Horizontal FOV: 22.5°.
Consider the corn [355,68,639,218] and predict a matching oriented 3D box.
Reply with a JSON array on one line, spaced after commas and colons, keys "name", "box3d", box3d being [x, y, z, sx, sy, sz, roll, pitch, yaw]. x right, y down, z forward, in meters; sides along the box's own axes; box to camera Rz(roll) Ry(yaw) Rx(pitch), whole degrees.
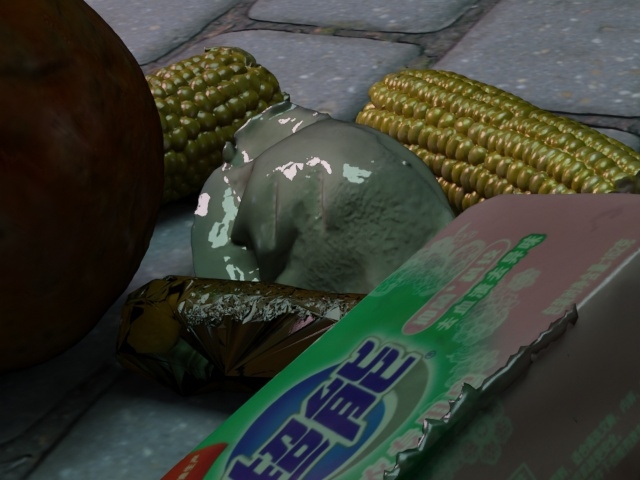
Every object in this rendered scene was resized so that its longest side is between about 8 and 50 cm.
[{"name": "corn", "box3d": [0.122, -0.044, 1.026, 0.093, 0.093, 0.244, -24, 35, -32]}]

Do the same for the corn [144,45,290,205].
[{"name": "corn", "box3d": [-0.139, -0.060, 1.106, 0.260, 0.091, 0.091, -24, 15, -25]}]

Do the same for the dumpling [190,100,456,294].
[{"name": "dumpling", "box3d": [0.000, 0.000, 0.964, 0.155, 0.111, 0.181, -41, 25, -1]}]

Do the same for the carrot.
[{"name": "carrot", "box3d": [0.000, 0.058, 0.882, 0.229, 0.069, 0.069, 4, 29, 15]}]

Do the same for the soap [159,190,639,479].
[{"name": "soap", "box3d": [0.048, 0.086, 0.694, 0.273, 0.098, 0.218, -40, 16, -24]}]

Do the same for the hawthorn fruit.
[{"name": "hawthorn fruit", "box3d": [-0.226, -0.051, 0.879, 0.277, 0.276, 0.298, -9, -13, -7]}]
